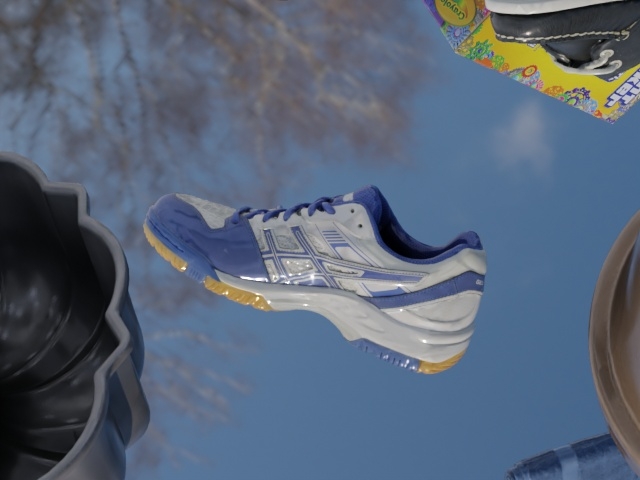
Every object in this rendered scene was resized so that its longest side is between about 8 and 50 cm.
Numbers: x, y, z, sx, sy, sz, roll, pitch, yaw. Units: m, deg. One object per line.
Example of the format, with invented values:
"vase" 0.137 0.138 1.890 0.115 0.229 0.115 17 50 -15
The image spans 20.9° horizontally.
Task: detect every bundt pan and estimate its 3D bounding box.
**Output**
"bundt pan" -0.250 0.107 1.062 0.330 0.124 0.331 -9 -129 12

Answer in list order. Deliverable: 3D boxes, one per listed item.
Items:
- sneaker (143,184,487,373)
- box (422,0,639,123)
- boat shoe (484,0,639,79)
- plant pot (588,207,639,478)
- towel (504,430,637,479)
"sneaker" 0.000 0.000 1.477 0.112 0.296 0.131 -60 170 -71
"box" 0.211 -0.306 1.731 0.177 0.279 0.290 -45 -128 25
"boat shoe" 0.238 -0.176 1.419 0.114 0.302 0.091 16 -68 41
"plant pot" 0.273 0.030 0.992 0.263 0.229 0.263 -6 -114 15
"towel" 0.218 0.201 1.522 0.119 0.067 0.029 -17 -135 -9
